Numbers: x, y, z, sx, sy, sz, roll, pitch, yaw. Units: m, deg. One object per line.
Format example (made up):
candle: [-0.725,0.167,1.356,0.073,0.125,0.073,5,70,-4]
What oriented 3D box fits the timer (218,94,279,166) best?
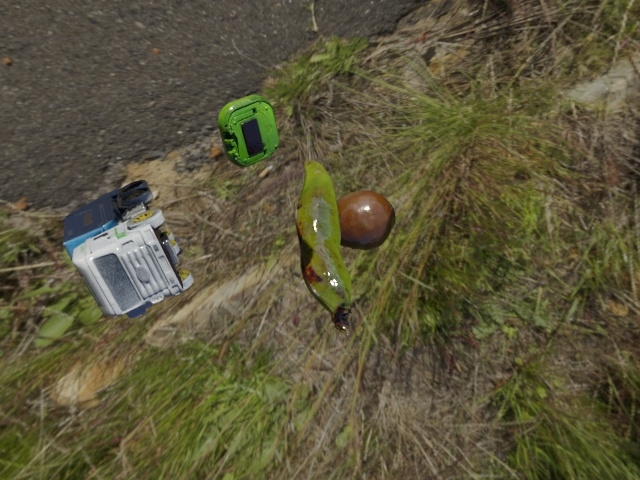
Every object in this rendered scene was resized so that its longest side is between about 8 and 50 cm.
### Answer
timer: [-0.149,-0.230,1.187,0.128,0.047,0.140,-29,126,-28]

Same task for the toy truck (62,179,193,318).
toy truck: [-0.346,0.005,0.996,0.175,0.367,0.146,-28,115,-14]

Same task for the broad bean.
broad bean: [0.000,0.000,0.899,0.077,0.061,0.339,-2,61,-13]

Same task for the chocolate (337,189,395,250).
chocolate: [0.076,-0.037,1.144,0.133,0.124,0.128,-29,142,-33]
